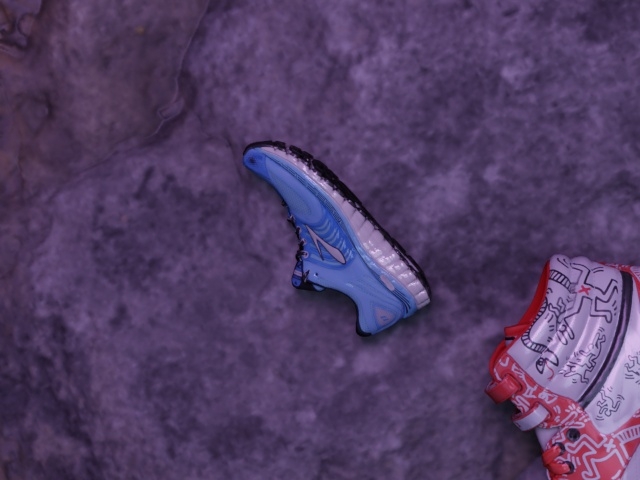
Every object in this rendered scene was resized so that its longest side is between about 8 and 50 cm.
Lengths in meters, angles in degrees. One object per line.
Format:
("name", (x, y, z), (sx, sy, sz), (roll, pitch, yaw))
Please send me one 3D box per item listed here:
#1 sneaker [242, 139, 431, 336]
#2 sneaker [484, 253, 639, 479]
("sneaker", (0.000, 0.000, 1.142), (0.073, 0.063, 0.162), (-42, 91, 7))
("sneaker", (0.172, 0.144, 1.133), (0.145, 0.090, 0.270), (16, 91, 2))
